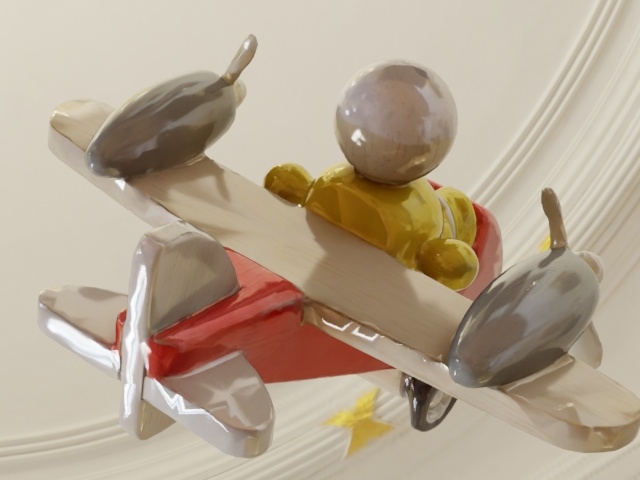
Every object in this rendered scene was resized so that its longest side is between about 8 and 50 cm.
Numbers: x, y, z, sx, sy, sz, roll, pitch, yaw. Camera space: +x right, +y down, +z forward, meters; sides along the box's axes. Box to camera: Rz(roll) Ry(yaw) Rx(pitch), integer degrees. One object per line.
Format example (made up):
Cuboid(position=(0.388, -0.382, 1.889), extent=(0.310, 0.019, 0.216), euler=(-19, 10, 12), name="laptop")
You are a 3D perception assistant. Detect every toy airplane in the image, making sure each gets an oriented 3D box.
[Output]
Cuboid(position=(0.000, 0.000, 1.030), extent=(0.386, 0.384, 0.272), euler=(19, -76, -14), name="toy airplane")
